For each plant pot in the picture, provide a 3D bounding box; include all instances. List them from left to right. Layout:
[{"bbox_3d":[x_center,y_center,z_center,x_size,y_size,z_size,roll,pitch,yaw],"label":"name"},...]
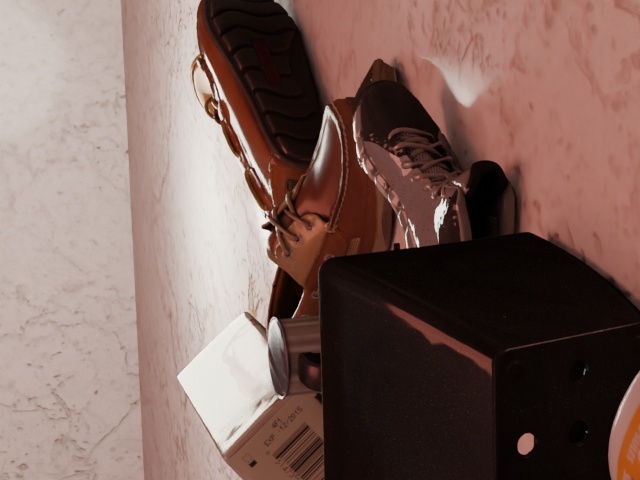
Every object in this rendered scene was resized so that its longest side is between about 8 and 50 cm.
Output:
[{"bbox_3d":[0.122,0.107,0.853,0.167,0.188,0.187,18,112,59],"label":"plant pot"}]

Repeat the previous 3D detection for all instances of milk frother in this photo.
[{"bbox_3d":[0.024,0.080,1.252,0.129,0.135,0.143,160,105,-73],"label":"milk frother"}]

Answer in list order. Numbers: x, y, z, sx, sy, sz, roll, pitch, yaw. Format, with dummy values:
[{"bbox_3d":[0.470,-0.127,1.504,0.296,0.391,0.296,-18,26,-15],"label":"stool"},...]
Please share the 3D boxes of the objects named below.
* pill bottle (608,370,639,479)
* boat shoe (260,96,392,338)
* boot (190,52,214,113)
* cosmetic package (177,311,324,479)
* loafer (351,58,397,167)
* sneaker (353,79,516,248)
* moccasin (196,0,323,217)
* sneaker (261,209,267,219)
[{"bbox_3d":[0.234,0.145,0.478,0.272,0.152,0.152,-117,27,-55],"label":"pill bottle"},{"bbox_3d":[0.000,0.000,1.345,0.123,0.116,0.324,-115,26,-52],"label":"boat shoe"},{"bbox_3d":[-0.139,-0.233,1.875,0.197,0.073,0.152,96,157,-43],"label":"boot"},{"bbox_3d":[-0.052,0.206,1.476,0.153,0.129,0.296,47,176,-20],"label":"cosmetic package"},{"bbox_3d":[0.062,-0.116,1.215,0.148,0.050,0.056,-87,21,-43],"label":"loafer"},{"bbox_3d":[0.105,-0.056,1.041,0.228,0.086,0.132,69,155,18],"label":"sneaker"},{"bbox_3d":[-0.072,-0.172,1.556,0.380,0.139,0.147,62,145,34],"label":"moccasin"},{"bbox_3d":[-0.085,-0.116,1.703,0.066,0.071,0.188,-139,47,-68],"label":"sneaker"}]
